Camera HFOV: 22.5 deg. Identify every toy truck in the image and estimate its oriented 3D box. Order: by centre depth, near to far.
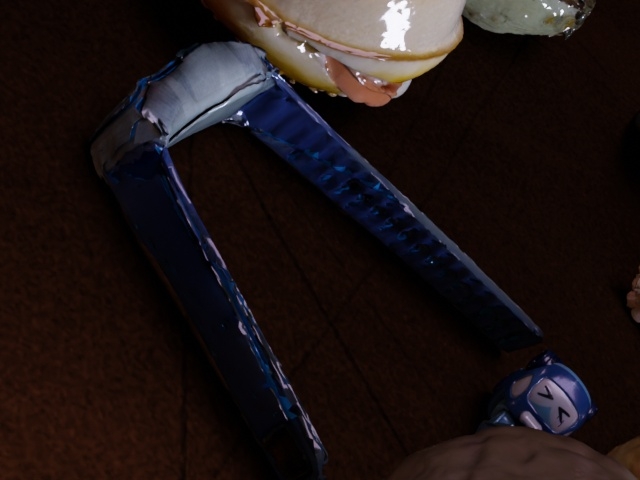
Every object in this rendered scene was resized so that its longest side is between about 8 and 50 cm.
[{"bbox_3d":[0.136,0.121,1.065,0.056,0.073,0.090,50,38,-3],"label":"toy truck"}]

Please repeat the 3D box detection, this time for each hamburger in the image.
[{"bbox_3d":[-0.001,-0.200,1.117,0.237,0.147,0.237,25,35,-19],"label":"hamburger"}]

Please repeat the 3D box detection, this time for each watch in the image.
[{"bbox_3d":[0.003,-0.008,1.039,0.276,0.068,0.274,-24,79,-51],"label":"watch"}]

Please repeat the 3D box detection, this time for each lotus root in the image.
[{"bbox_3d":[0.159,-0.219,1.348,0.144,0.070,0.143,38,35,-10],"label":"lotus root"}]

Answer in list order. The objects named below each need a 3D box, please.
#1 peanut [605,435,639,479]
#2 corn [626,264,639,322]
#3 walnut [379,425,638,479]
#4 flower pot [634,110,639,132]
[{"bbox_3d":[0.322,0.203,1.138,0.319,0.147,0.147,22,48,-29],"label":"peanut"},{"bbox_3d":[0.343,0.071,1.300,0.211,0.087,0.087,15,52,-34],"label":"corn"},{"bbox_3d":[0.108,0.223,0.848,0.248,0.248,0.248,25,46,-30],"label":"walnut"},{"bbox_3d":[0.407,-0.080,1.400,0.235,0.235,0.148,-39,112,-51],"label":"flower pot"}]
